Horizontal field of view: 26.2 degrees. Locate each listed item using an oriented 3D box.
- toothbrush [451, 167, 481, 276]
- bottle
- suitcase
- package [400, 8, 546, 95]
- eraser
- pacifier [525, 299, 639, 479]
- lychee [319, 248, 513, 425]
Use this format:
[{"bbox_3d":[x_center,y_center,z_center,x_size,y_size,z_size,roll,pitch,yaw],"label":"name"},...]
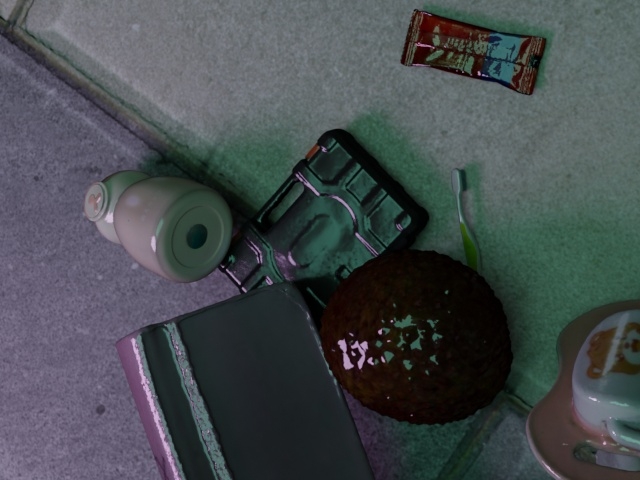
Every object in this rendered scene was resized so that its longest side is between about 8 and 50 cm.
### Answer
[{"bbox_3d":[0.214,0.027,1.957,0.022,0.026,0.263,-9,89,38],"label":"toothbrush"},{"bbox_3d":[-0.255,-0.036,2.059,0.236,0.147,0.148,22,101,44],"label":"bottle"},{"bbox_3d":[0.000,0.000,2.021,0.206,0.066,0.285,47,107,14],"label":"suitcase"},{"bbox_3d":[0.214,-0.267,1.945,0.200,0.022,0.083,16,99,19],"label":"package"},{"bbox_3d":[-0.097,0.259,1.904,0.272,0.122,0.359,-17,85,-21],"label":"eraser"},{"bbox_3d":[0.404,0.215,1.782,0.220,0.332,0.273,33,140,-5],"label":"pacifier"},{"bbox_3d":[0.133,0.135,1.877,0.260,0.260,0.261,1,93,22],"label":"lychee"}]
